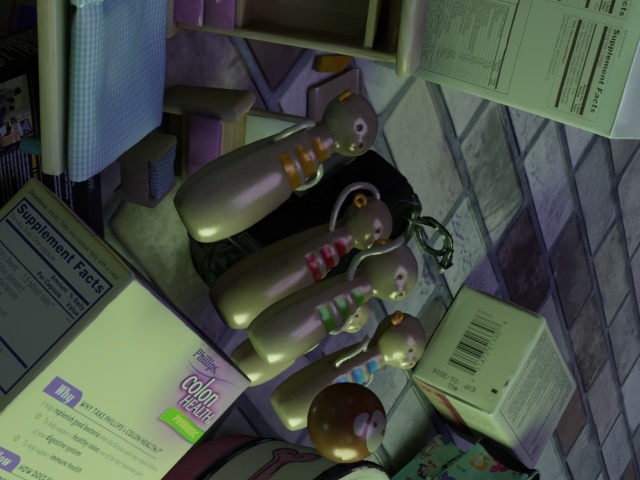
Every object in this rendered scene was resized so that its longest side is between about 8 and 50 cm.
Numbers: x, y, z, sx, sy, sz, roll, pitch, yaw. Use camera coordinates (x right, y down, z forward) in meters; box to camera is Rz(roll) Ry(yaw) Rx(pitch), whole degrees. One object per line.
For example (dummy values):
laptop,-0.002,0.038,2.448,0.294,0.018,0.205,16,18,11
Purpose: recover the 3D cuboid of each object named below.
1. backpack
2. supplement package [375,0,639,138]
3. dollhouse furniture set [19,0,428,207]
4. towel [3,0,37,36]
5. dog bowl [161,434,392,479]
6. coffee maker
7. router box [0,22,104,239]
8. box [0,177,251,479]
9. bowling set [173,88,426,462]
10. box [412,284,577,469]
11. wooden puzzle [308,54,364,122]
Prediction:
backpack,0.159,0.394,1.500,0.253,0.191,0.225,-43,144,-35
supplement package,0.233,-0.229,1.151,0.199,0.262,0.198,-6,114,-54
dollhouse furniture set,-0.057,-0.113,0.762,0.303,0.198,0.287,-55,154,-61
towel,-0.195,-0.141,0.811,0.060,0.009,0.083,2,108,-56
dog bowl,-0.090,0.372,1.124,0.408,0.150,0.408,-44,146,-40
coffee maker,0.000,0.000,1.035,0.178,0.171,0.120,-39,137,-37
router box,-0.214,-0.046,0.796,0.133,0.046,0.179,-32,139,-41
box,-0.200,0.118,0.801,0.243,0.117,0.213,-46,150,-6
bowling set,0.023,0.058,0.841,0.154,0.200,0.287,-30,150,-12
box,0.236,0.186,1.546,0.149,0.126,0.232,-58,147,-15
wooden puzzle,0.014,-0.129,1.127,0.078,0.014,0.116,-22,126,-44
